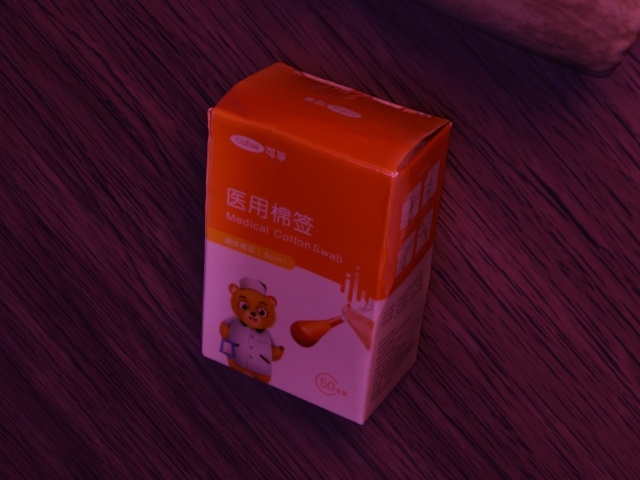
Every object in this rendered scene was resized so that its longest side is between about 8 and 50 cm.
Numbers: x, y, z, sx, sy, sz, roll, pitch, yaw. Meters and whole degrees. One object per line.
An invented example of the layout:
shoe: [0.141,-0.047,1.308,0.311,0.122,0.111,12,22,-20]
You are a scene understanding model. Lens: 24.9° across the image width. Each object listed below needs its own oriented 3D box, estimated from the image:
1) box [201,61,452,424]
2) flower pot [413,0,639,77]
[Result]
box: [0.000,0.000,1.584,0.225,0.143,0.341,21,129,22]
flower pot: [0.158,-0.307,1.205,0.330,0.293,0.293,34,132,2]
